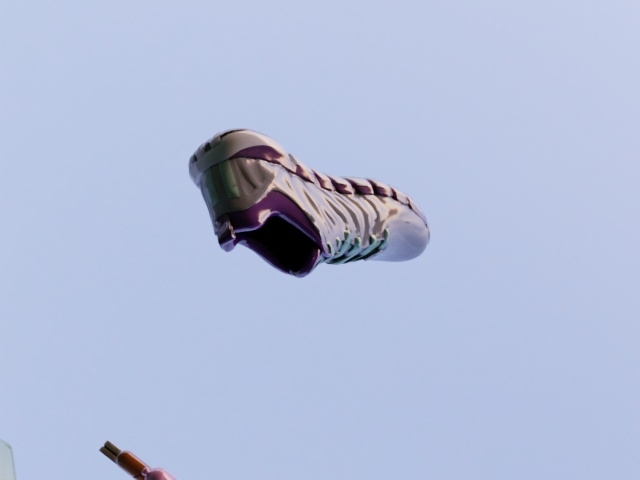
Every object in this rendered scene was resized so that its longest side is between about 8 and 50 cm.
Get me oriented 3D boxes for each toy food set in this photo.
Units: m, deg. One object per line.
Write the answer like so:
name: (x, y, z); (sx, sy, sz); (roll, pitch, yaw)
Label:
toy food set: (-0.125, 0.183, 0.809); (0.122, 0.078, 0.019); (28, -108, 33)

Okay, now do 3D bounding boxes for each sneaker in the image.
sneaker: (0.000, 0.000, 0.785); (0.083, 0.224, 0.098); (-41, -133, 34)

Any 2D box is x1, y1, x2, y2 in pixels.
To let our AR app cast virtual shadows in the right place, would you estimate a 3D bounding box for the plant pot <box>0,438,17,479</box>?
plant pot: (-0.252, 0.153, 0.444); (0.234, 0.165, 0.165); (9, -151, -26)
